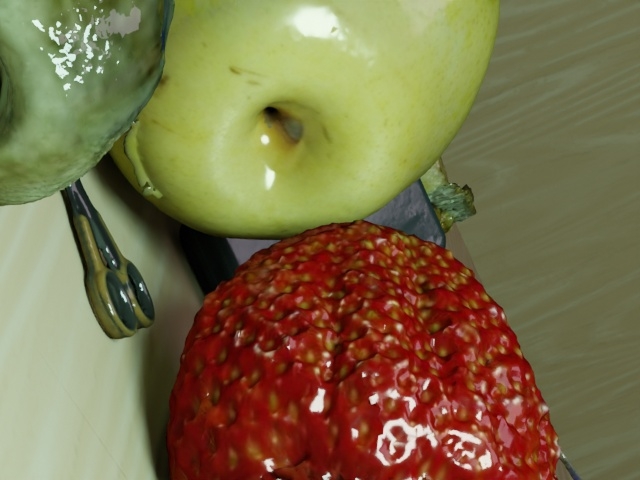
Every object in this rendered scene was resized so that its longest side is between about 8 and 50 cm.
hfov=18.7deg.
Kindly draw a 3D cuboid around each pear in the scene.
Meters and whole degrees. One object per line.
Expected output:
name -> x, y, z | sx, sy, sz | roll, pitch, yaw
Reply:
pear -> -0.025, -0.146, 1.357 | 0.309, 0.309, 0.309 | -22, 90, -81

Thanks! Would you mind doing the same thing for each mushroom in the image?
mushroom -> -0.149, -0.179, 0.973 | 0.247, 0.130, 0.344 | -78, 162, -60

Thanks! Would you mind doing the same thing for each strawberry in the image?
strawberry -> 0.037, 0.125, 1.233 | 0.250, 0.238, 0.288 | 72, 27, -53

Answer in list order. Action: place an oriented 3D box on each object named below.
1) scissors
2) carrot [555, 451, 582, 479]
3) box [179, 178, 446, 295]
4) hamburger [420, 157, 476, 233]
scissors -> -0.159, -0.043, 1.223 | 0.088, 0.017, 0.220 | -32, 99, -77
carrot -> 0.108, 0.238, 1.511 | 0.331, 0.214, 0.193 | 63, 9, -9
box -> 0.000, 0.000, 1.541 | 0.230, 0.050, 0.160 | -39, 111, -39
hamburger -> 0.021, -0.102, 1.839 | 0.318, 0.195, 0.277 | 41, 25, -75
